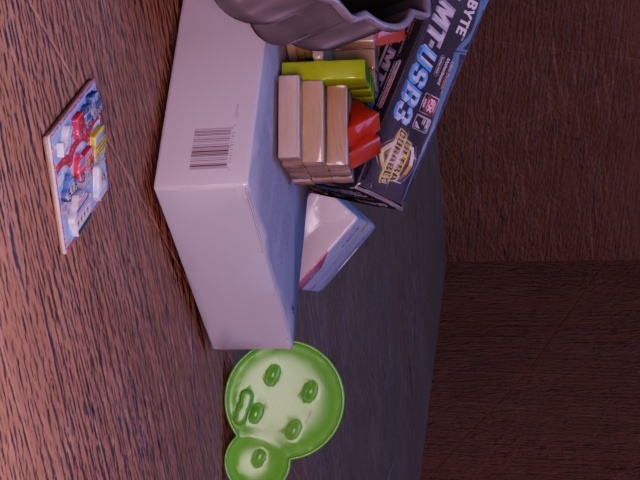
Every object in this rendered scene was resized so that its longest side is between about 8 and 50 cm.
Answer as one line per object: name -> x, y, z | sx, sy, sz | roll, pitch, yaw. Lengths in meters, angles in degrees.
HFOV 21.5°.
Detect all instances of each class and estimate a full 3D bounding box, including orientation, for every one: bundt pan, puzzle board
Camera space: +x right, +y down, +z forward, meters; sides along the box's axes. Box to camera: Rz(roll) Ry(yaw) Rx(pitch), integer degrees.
bundt pan -> -0.035, -0.316, 1.565 | 0.331, 0.124, 0.331 | 30, 46, -36
puzzle board -> -0.185, -0.059, 1.305 | 0.128, 0.011, 0.096 | -70, 157, -63

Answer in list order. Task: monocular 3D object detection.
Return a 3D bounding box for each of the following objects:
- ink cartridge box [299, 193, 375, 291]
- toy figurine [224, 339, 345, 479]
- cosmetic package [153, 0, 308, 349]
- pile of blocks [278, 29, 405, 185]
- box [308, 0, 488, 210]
ink cartridge box -> 0.000, 0.000, 2.079 | 0.115, 0.067, 0.198 | -49, 171, 3
toy figurine -> -0.047, 0.197, 1.879 | 0.159, 0.130, 0.173 | 86, 26, -85
cosmetic package -> -0.075, -0.120, 1.707 | 0.284, 0.097, 0.377 | 74, 18, -53
pile of blocks -> 0.028, -0.214, 1.715 | 0.149, 0.113, 0.362 | 78, 13, -53
box -> 0.058, -0.190, 1.878 | 0.293, 0.073, 0.295 | 14, -98, 64
